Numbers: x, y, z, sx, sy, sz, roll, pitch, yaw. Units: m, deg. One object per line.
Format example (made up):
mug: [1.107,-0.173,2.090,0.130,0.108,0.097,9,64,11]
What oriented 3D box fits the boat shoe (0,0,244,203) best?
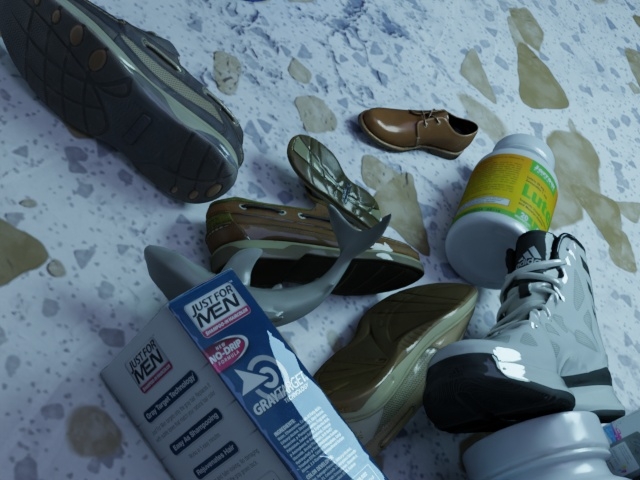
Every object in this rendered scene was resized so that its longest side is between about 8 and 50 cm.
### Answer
boat shoe: [-0.240,-0.194,1.296,0.355,0.132,0.130,44,33,-15]

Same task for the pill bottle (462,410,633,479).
pill bottle: [0.301,0.414,1.181,0.229,0.229,0.407,5,57,-35]

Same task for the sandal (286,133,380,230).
sandal: [0.012,-0.071,1.446,0.180,0.049,0.072,42,47,-27]

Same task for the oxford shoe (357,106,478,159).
oxford shoe: [0.152,-0.180,1.610,0.212,0.076,0.076,3,60,-34]

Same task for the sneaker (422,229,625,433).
sneaker: [0.241,0.106,1.329,0.447,0.169,0.257,19,58,-56]

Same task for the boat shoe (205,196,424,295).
boat shoe: [0.000,0.000,1.333,0.307,0.111,0.104,8,57,-34]

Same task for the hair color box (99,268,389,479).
hair color box: [-0.061,0.220,1.080,0.347,0.174,0.105,53,43,6]

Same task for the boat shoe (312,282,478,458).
boat shoe: [0.099,0.156,1.313,0.341,0.122,0.110,-35,120,-47]

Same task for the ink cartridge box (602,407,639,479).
ink cartridge box: [0.463,0.277,1.348,0.226,0.306,0.131,-2,62,-39]

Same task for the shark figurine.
shark figurine: [-0.045,0.061,1.184,0.278,0.116,0.166,-13,98,-21]

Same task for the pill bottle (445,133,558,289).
pill bottle: [0.281,-0.053,1.569,0.136,0.136,0.245,38,44,-10]
